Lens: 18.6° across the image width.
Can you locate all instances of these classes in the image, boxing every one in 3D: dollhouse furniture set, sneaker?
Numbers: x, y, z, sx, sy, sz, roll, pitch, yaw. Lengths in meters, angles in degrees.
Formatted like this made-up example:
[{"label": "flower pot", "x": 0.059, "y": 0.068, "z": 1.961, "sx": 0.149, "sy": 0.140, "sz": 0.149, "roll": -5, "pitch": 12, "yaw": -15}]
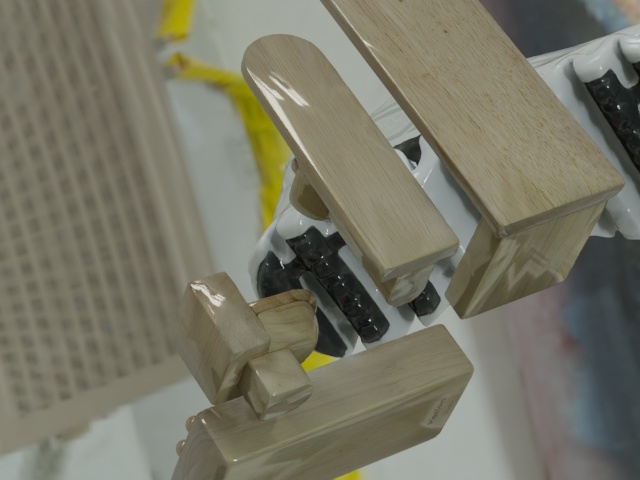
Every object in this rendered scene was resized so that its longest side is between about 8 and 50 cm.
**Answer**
[{"label": "dollhouse furniture set", "x": 0.000, "y": 0.000, "z": 0.742, "sx": 0.144, "sy": 0.151, "sz": 0.123, "roll": -18, "pitch": 60, "yaw": -30}, {"label": "sneaker", "x": 0.101, "y": -0.051, "z": 0.918, "sx": 0.118, "sy": 0.292, "sz": 0.110, "roll": -87, "pitch": 152, "yaw": -55}]
